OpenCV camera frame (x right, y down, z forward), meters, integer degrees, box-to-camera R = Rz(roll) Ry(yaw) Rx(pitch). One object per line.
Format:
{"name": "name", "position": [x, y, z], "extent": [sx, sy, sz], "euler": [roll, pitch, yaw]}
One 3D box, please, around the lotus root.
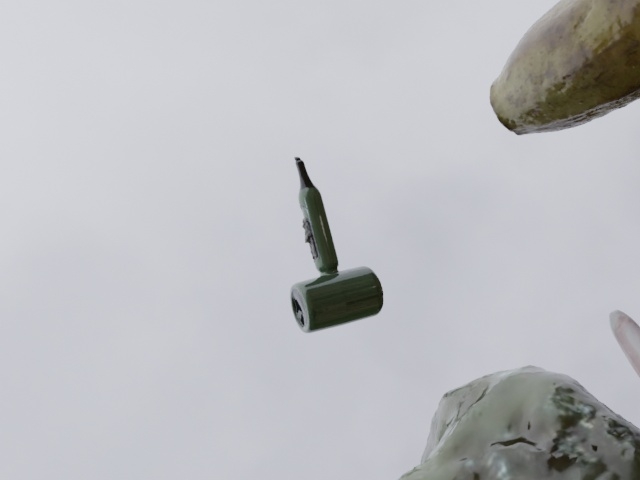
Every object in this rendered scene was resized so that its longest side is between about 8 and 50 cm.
{"name": "lotus root", "position": [0.228, -0.152, 0.937], "extent": [0.258, 0.097, 0.110], "euler": [-38, -27, 23]}

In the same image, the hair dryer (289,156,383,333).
{"name": "hair dryer", "position": [0.000, 0.000, 1.222], "extent": [0.071, 0.047, 0.150], "euler": [-14, -94, -20]}

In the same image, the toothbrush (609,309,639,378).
{"name": "toothbrush", "position": [0.284, 0.157, 1.039], "extent": [0.025, 0.307, 0.029], "euler": [-19, -46, -8]}

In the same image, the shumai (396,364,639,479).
{"name": "shumai", "position": [0.062, 0.284, 0.909], "extent": [0.323, 0.397, 0.324], "euler": [-4, -33, -23]}
